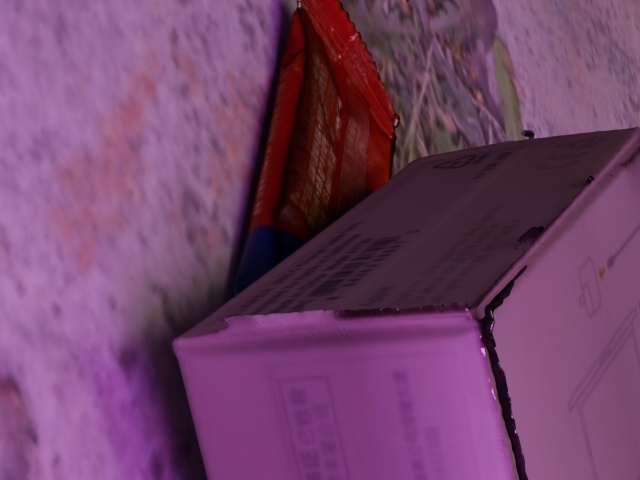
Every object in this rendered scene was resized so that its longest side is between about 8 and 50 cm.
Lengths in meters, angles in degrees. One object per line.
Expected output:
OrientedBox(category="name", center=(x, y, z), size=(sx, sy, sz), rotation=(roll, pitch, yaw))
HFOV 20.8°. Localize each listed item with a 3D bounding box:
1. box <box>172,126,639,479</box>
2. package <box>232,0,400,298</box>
OrientedBox(category="box", center=(0.064, 0.107, 0.567), size=(0.203, 0.106, 0.252), rotation=(-39, 119, -62))
OrientedBox(category="package", center=(0.000, 0.000, 0.619), size=(0.083, 0.022, 0.200), rotation=(52, 35, -39))
